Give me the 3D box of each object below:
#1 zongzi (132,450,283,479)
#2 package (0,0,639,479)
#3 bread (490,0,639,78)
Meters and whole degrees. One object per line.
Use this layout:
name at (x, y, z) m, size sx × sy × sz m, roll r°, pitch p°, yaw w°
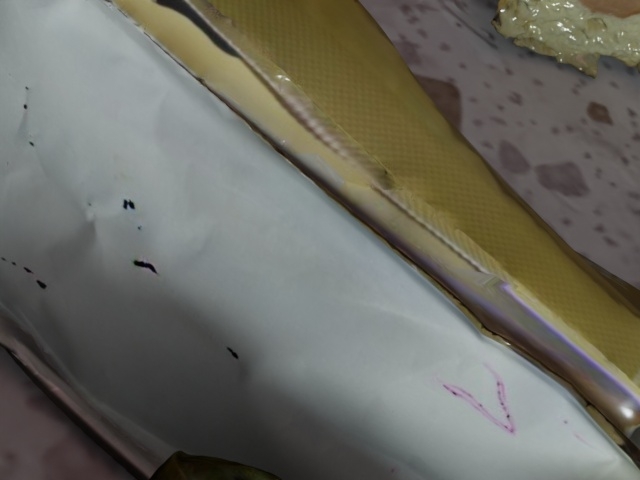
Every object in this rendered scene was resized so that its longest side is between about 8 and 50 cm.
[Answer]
zongzi at (-0.025, 0.207, 0.306) m, size 0.286 × 0.134 × 0.288 m, roll 40°, pitch 40°, yaw 18°
package at (0.008, -0.018, 0.504) m, size 0.311 × 0.165 × 0.221 m, roll 40°, pitch 47°, yaw 11°
bread at (0.149, -0.180, 0.760) m, size 0.134 × 0.085 × 0.173 m, roll 7°, pitch 50°, yaw -14°
